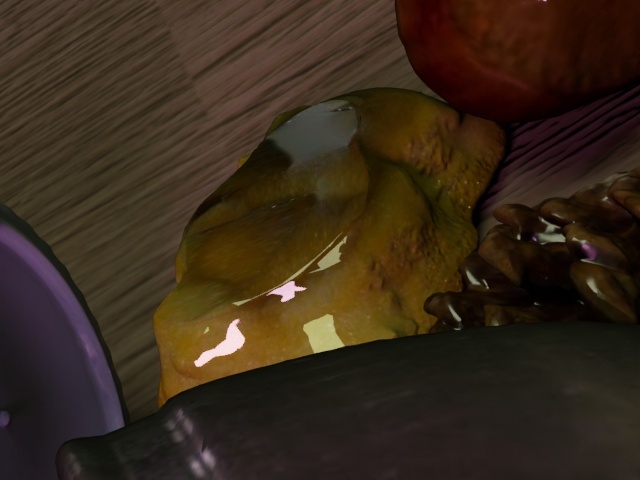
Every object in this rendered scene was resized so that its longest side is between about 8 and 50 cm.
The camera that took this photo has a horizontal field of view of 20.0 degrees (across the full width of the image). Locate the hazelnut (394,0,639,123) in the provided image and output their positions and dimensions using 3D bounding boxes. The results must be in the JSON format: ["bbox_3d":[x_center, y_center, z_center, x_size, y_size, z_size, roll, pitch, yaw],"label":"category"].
[{"bbox_3d":[0.122,-0.157,0.949,0.178,0.178,0.204,28,87,53],"label":"hazelnut"}]

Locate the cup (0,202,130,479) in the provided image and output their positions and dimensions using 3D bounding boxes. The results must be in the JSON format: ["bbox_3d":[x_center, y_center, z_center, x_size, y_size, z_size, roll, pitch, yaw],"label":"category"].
[{"bbox_3d":[-0.279,0.148,0.867,0.311,0.257,0.331,-19,36,21],"label":"cup"}]

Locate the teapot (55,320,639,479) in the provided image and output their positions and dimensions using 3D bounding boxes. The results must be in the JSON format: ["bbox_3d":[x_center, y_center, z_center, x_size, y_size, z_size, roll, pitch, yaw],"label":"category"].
[{"bbox_3d":[0.067,0.097,0.440,0.239,0.322,0.239,-23,52,-11],"label":"teapot"}]

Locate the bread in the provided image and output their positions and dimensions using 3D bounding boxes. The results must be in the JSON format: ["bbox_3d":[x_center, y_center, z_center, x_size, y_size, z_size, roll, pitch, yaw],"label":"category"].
[{"bbox_3d":[0.000,0.000,0.947,0.160,0.088,0.233,-16,38,31],"label":"bread"}]

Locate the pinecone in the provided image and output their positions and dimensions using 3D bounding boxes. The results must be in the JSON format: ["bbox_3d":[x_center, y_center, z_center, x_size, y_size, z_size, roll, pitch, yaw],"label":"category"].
[{"bbox_3d":[0.117,0.061,0.698,0.212,0.185,0.169,-40,54,29],"label":"pinecone"}]
